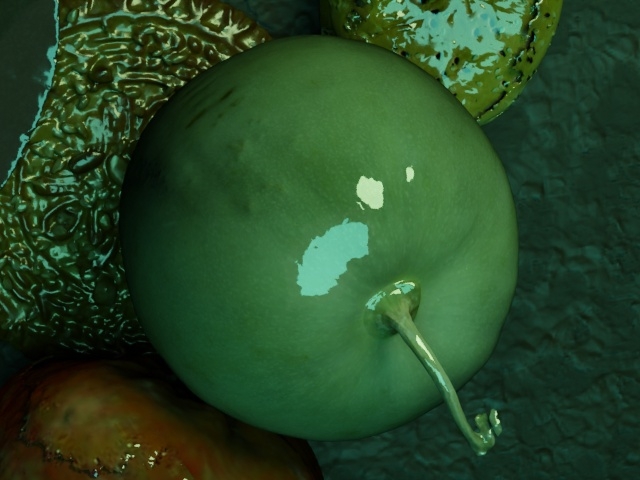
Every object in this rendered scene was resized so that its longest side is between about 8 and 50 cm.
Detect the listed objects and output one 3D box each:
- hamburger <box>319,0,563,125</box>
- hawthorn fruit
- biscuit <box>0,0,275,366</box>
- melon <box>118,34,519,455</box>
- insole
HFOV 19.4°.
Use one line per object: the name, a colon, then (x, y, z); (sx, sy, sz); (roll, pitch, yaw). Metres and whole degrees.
hamburger: (0.080, -0.158, 1.311); (0.185, 0.113, 0.177); (-35, 109, 1)
hawthorn fruit: (-0.147, 0.223, 1.266); (0.276, 0.276, 0.307); (36, 94, -16)
biscuit: (-0.135, -0.036, 1.350); (0.305, 0.038, 0.305); (-2, 106, -8)
melon: (-0.006, -0.003, 1.200); (0.271, 0.308, 0.272); (1, 86, -22)
insole: (-0.229, -0.180, 1.287); (0.111, 0.007, 0.328); (10, 98, 1)
